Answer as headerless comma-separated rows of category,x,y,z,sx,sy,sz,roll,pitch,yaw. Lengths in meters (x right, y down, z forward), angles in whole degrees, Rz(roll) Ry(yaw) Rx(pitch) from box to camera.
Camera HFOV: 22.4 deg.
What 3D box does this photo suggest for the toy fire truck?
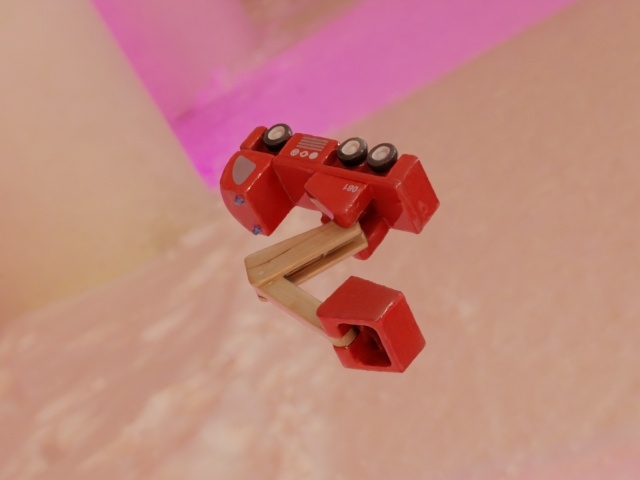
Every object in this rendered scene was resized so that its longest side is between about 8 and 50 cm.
toy fire truck,0.000,0.000,0.977,0.192,0.047,0.135,14,55,39
